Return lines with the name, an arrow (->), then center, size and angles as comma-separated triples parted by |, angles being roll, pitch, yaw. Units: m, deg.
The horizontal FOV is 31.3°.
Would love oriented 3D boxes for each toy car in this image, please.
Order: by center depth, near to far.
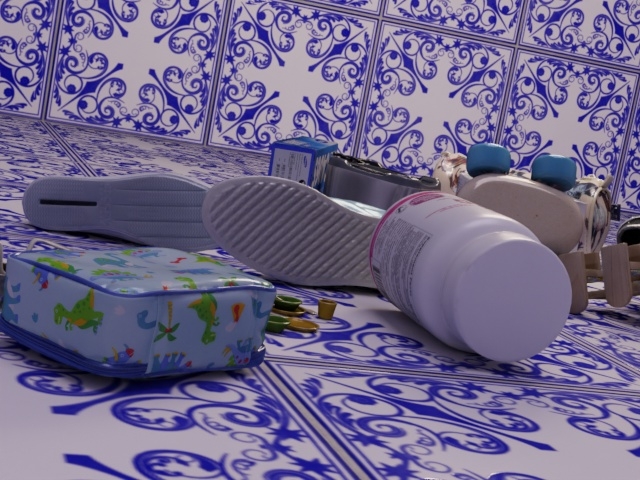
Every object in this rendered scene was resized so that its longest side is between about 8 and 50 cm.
toy car -> 0.304, -0.006, 1.896 | 0.210, 0.219, 0.238 | 9, -21, -3

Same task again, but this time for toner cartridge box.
toner cartridge box -> -0.035, -0.091, 1.976 | 0.075, 0.165, 0.348 | 12, 8, 5

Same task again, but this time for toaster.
toaster -> 0.086, -0.057, 1.937 | 0.227, 0.146, 0.129 | 19, 11, 33

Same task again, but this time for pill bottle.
pill bottle -> 0.169, 0.039, 1.329 | 0.160, 0.160, 0.283 | 8, 9, -16

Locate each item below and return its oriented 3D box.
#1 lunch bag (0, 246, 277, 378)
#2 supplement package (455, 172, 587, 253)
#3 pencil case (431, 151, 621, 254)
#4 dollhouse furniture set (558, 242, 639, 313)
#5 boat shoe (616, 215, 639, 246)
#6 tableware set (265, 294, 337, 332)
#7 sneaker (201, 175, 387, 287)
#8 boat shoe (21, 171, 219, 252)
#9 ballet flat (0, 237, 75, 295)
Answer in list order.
lunch bag -> -0.161, 0.058, 1.011 | 0.176, 0.090, 0.219 | 17, 10, 35
supplement package -> 0.362, -0.032, 2.147 | 0.204, 0.145, 0.262 | 10, 8, -1
pencil case -> 0.420, -0.082, 2.435 | 0.410, 0.183, 0.160 | 15, -8, 32
dollhouse furniture set -> 0.511, 0.088, 1.682 | 0.212, 0.161, 0.242 | 4, -12, -41
boat shoe -> 0.621, 0.052, 1.847 | 0.306, 0.113, 0.105 | 34, 15, 13
tableware set -> -0.038, 0.077, 1.278 | 0.104, 0.024, 0.154 | 16, 9, 34
sneaker -> 0.000, 0.000, 1.567 | 0.366, 0.135, 0.150 | 17, -2, -19
boat shoe -> -0.259, -0.049, 1.597 | 0.302, 0.109, 0.094 | 8, 6, 2
ballet flat -> -0.303, 0.028, 1.116 | 0.213, 0.068, 0.072 | 6, 9, -25
